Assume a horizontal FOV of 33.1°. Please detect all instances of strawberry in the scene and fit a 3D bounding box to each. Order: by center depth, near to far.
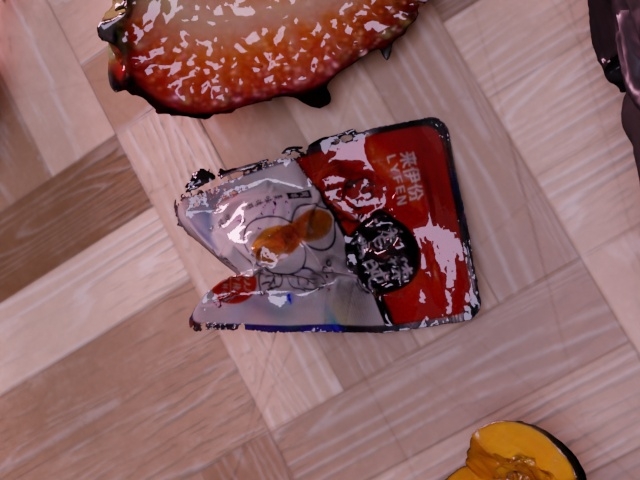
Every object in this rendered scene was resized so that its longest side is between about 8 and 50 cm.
[{"bbox_3d":[-0.050,-0.231,0.997,0.306,0.138,0.233,-1,107,-8],"label":"strawberry"}]

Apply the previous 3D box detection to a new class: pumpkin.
[{"bbox_3d":[0.155,0.233,0.910,0.119,0.107,0.183,43,107,21],"label":"pumpkin"}]

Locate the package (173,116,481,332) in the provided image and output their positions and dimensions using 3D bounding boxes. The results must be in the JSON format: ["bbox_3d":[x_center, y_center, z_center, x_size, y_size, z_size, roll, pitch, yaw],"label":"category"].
[{"bbox_3d":[0.000,0.000,0.992,0.269,0.071,0.194,-11,87,3],"label":"package"}]

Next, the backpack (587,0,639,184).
[{"bbox_3d":[0.371,-0.120,0.774,0.363,0.255,0.446,-5,83,33],"label":"backpack"}]
